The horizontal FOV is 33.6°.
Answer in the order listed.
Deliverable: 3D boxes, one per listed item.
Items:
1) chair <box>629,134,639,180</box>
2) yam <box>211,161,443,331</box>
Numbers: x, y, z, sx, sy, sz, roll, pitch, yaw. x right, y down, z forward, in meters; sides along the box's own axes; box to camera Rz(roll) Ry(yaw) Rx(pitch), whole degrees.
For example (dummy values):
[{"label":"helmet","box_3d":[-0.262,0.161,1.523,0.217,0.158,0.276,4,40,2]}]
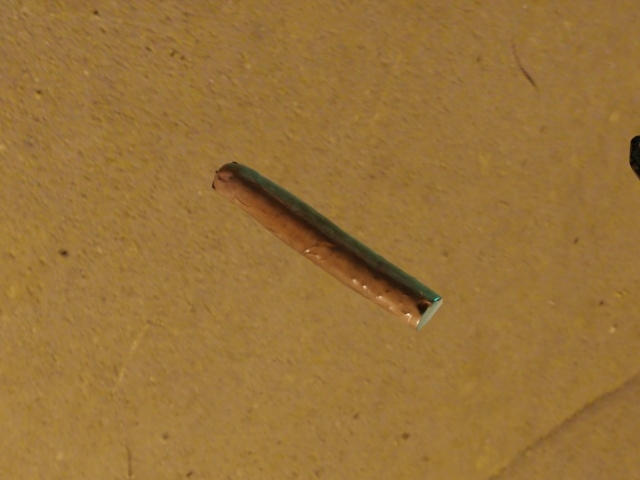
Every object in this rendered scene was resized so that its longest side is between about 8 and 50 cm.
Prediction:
[{"label":"chair","box_3d":[0.422,-0.061,1.209,0.212,0.084,0.101,0,154,-18]},{"label":"yam","box_3d":[0.000,0.000,1.031,0.046,0.264,0.046,-49,163,-22]}]
